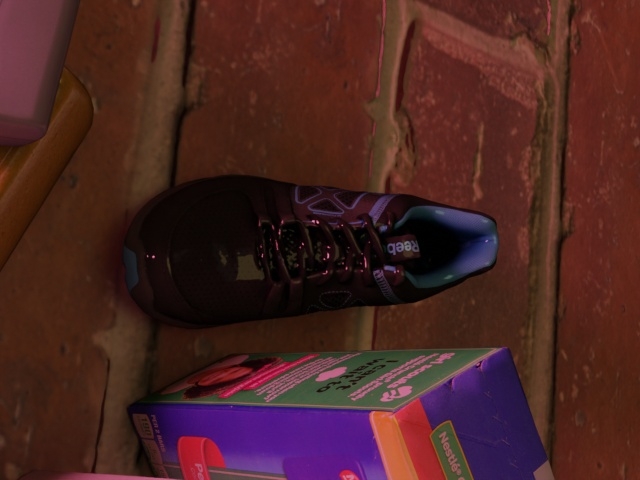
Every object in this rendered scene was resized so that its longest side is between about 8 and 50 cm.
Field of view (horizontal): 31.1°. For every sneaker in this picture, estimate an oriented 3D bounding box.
[{"bbox_3d":[0.000,0.000,0.953,0.340,0.139,0.125,-6,89,-39],"label":"sneaker"}]

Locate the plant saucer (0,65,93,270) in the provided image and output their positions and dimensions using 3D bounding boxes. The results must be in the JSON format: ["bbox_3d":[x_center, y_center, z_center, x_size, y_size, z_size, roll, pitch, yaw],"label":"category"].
[{"bbox_3d":[-0.306,-0.087,0.712,0.333,0.081,0.333,45,49,-27],"label":"plant saucer"}]

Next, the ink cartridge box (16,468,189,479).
[{"bbox_3d":[-0.220,0.264,0.674,0.307,0.223,0.129,-28,101,-39],"label":"ink cartridge box"}]

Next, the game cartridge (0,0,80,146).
[{"bbox_3d":[-0.274,-0.181,0.681,0.294,0.060,0.196,28,62,-37],"label":"game cartridge"}]

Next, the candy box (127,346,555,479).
[{"bbox_3d":[0.027,0.218,0.828,0.122,0.317,0.268,-27,101,-39],"label":"candy box"}]
